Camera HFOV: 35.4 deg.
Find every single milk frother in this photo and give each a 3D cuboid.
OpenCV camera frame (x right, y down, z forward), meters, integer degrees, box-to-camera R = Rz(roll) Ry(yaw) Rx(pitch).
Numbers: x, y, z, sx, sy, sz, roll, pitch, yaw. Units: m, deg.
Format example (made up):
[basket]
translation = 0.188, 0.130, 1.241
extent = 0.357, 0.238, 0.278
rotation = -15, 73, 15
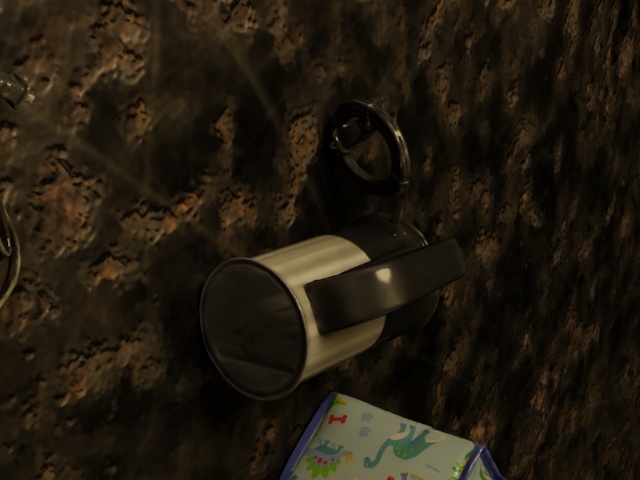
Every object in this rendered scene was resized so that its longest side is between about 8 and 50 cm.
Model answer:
[milk frother]
translation = 0.000, 0.000, 0.600
extent = 0.135, 0.129, 0.143
rotation = -19, 72, -49

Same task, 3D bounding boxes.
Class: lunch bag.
[lunch bag]
translation = 0.033, 0.192, 0.657
extent = 0.151, 0.129, 0.096
rotation = -59, 139, -20

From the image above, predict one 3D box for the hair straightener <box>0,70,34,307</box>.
[hair straightener]
translation = -0.149, -0.044, 0.414
extent = 0.089, 0.047, 0.230
rotation = -24, 120, -46
